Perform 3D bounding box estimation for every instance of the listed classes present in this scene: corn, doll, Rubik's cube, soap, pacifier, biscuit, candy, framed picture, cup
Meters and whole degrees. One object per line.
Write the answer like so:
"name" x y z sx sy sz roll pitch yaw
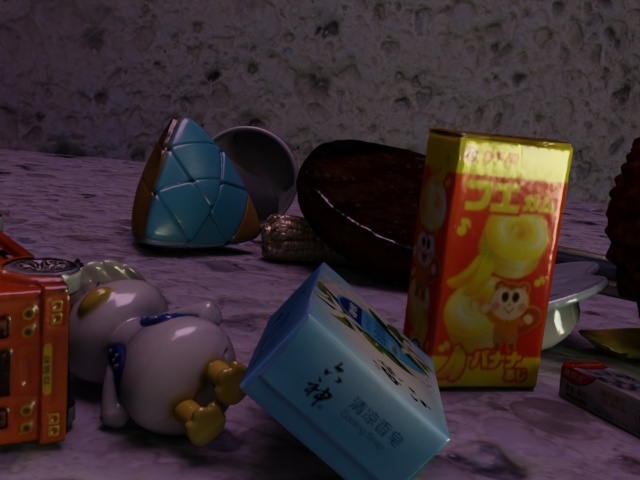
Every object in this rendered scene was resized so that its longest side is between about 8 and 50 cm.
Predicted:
"corn" 0.000 0.000 1.736 0.211 0.087 0.087 4 9 -12
"doll" -0.161 0.095 0.886 0.293 0.138 0.119 22 -23 53
"Rubik's cube" -0.216 -0.045 1.716 0.254 0.254 0.254 6 9 -1
"soap" 0.405 0.135 1.315 0.168 0.033 0.089 3 7 -21
"pacifier" 0.250 0.027 1.314 0.238 0.226 0.287 -11 3 15
"biscuit" 0.148 -0.046 1.739 0.407 0.091 0.407 15 28 -8
"candy" 0.178 0.021 1.088 0.146 0.276 0.088 2 11 -19
"framed picture" 0.552 0.064 1.918 0.446 0.028 0.326 13 11 36
"cup" -0.153 -0.146 2.159 0.212 0.212 0.317 6 8 -1

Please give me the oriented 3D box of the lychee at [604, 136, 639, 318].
"lychee" 0.601 -0.021 1.199 0.500 0.424 0.424 -3 5 19

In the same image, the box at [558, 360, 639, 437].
"box" 0.325 0.171 0.999 0.055 0.039 0.218 1 10 -24

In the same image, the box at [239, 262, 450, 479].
"box" 0.023 0.110 0.830 0.142 0.083 0.232 43 7 -3

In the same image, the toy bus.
"toy bus" -0.322 0.065 0.875 0.153 0.143 0.329 -3 15 -32
